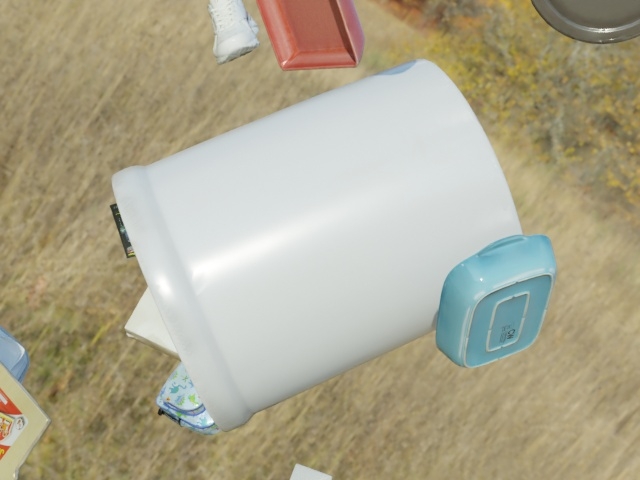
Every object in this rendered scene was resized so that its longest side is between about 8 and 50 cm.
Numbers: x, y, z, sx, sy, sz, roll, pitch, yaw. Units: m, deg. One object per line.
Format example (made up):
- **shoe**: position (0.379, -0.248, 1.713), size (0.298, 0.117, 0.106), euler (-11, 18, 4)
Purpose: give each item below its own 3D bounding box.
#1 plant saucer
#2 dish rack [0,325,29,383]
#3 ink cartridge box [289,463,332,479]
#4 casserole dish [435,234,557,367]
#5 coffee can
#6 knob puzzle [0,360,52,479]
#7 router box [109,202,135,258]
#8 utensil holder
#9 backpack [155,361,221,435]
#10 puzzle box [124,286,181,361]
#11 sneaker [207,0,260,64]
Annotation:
- **plant saucer**: position (-0.030, -0.399, 1.497), size (0.259, 0.048, 0.258), euler (14, -52, 59)
- **dish rack**: position (-0.640, 0.185, 1.579), size (0.333, 0.072, 0.285), euler (46, 31, -21)
- **ink cartridge box**: position (-0.046, 0.558, 1.844), size (0.078, 0.231, 0.134), euler (17, 44, 6)
- **casserole dish**: position (0.170, 0.066, 0.905), size (0.188, 0.114, 0.037), euler (88, -19, -54)
- **coffee can**: position (0.368, -0.393, 1.250), size (0.202, 0.201, 0.275), euler (35, 28, -7)
- **knob puzzle**: position (-0.477, 0.279, 1.340), size (0.213, 0.213, 0.030), euler (44, 5, 29)
- **router box**: position (-0.266, -0.030, 1.511), size (0.038, 0.123, 0.092), euler (-27, 102, -62)
- **utensil holder**: position (0.000, 0.000, 1.117), size (0.327, 0.386, 0.327), euler (157, -90, -85)
- **backpack**: position (-0.197, 0.253, 1.529), size (0.114, 0.105, 0.084), euler (27, -23, 20)
- **puzzle box**: position (-0.133, 0.049, 1.705), size (0.272, 0.408, 0.052), euler (25, -22, 8)
- **sneaker**: position (-0.173, -0.401, 1.754), size (0.232, 0.090, 0.115), euler (-103, 167, -65)
